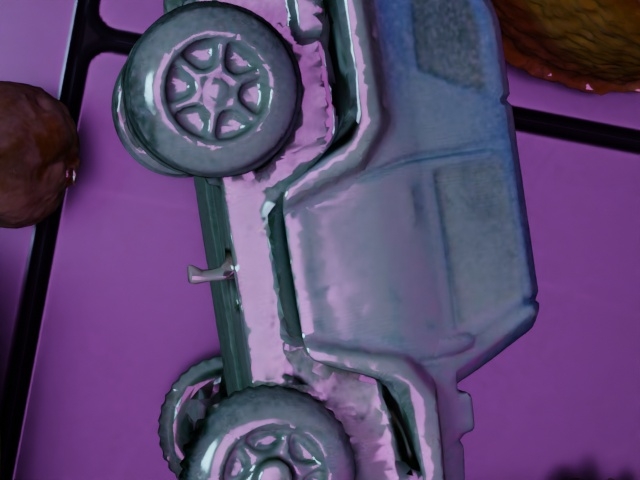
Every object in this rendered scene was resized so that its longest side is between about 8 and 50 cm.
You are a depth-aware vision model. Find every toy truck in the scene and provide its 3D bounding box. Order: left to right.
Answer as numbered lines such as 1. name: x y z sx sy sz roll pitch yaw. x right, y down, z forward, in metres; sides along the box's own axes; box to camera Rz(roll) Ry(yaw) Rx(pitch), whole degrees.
1. toy truck: 0.000 0.000 0.691 0.156 0.155 0.278 -9 93 -9

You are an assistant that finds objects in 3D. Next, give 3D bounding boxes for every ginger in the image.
1. ginger: -0.207 -0.044 0.719 0.204 0.080 0.104 12 87 0

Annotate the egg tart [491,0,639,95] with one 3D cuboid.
1. egg tart: 0.150 -0.157 0.677 0.215 0.171 0.215 -3 105 -12

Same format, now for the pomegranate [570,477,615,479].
1. pomegranate: 0.111 0.199 0.705 0.180 0.180 0.209 15 63 -2
